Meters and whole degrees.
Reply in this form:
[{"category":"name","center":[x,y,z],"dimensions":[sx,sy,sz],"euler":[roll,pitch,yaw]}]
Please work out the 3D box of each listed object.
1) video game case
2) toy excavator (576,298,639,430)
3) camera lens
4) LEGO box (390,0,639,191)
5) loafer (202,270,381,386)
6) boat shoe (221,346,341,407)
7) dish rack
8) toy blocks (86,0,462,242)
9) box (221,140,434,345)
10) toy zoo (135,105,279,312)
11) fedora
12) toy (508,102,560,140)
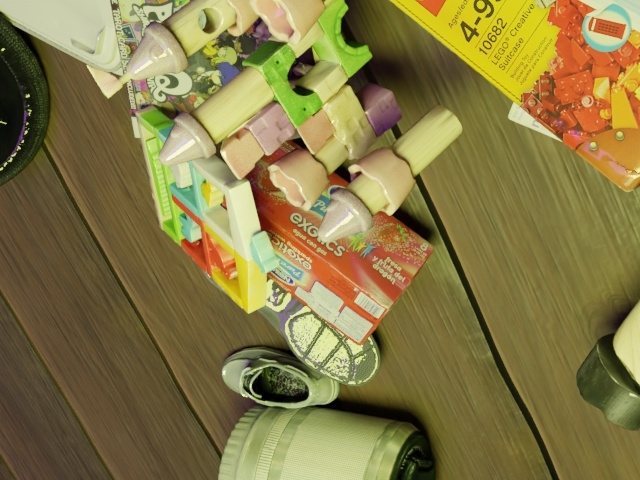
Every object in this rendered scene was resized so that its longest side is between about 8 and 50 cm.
[{"category":"video game case","center":[-0.159,-0.239,1.134],"dimensions":[0.210,0.042,0.232],"euler":[5,123,12]},{"category":"toy excavator","center":[0.576,0.190,0.915],"dimensions":[0.433,0.445,0.222],"euler":[61,140,42]},{"category":"camera lens","center":[0.016,0.359,1.273],"dimensions":[0.274,0.219,0.219],"euler":[5,117,25]},{"category":"LEGO box","center":[0.300,-0.358,0.735],"dimensions":[0.372,0.193,0.500],"euler":[43,127,16]},{"category":"loafer","center":[-0.036,0.091,1.260],"dimensions":[0.302,0.095,0.109],"euler":[38,96,0]},{"category":"boat shoe","center":[-0.078,0.207,1.308],"dimensions":[0.227,0.081,0.079],"euler":[1,91,39]},{"category":"dish rack","center":[-0.369,-0.395,1.182],"dimensions":[0.332,0.072,0.286],"euler":[28,123,11]},{"category":"toy blocks","center":[-0.069,-0.151,0.915],"dimensions":[0.309,0.260,0.289],"euler":[30,158,51]},{"category":"box","center":[0.000,0.000,1.138],"dimensions":[0.257,0.123,0.128],"euler":[37,148,6]},{"category":"toy zoo","center":[-0.144,-0.033,1.112],"dimensions":[0.293,0.030,0.192],"euler":[39,145,42]},{"category":"fedora","center":[-0.574,-0.231,1.295],"dimensions":[0.152,0.334,0.334],"euler":[-131,39,-51]},{"category":"toy","center":[0.333,-0.141,0.954],"dimensions":[0.237,0.056,0.137],"euler":[26,122,14]}]
